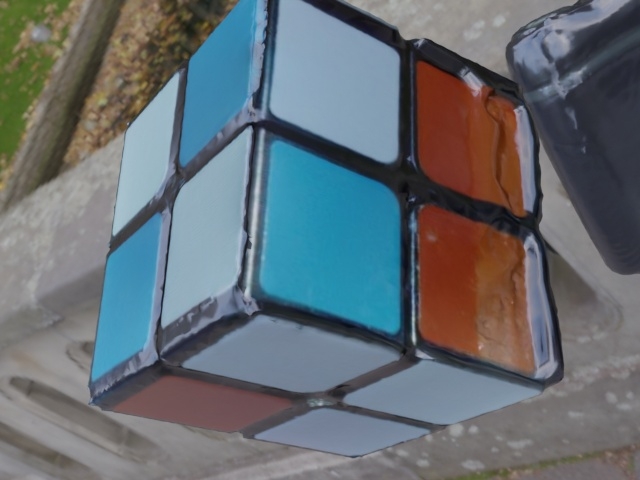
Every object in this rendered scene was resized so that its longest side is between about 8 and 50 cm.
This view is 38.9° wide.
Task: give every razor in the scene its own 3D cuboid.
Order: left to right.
[{"bbox_3d":[0.357,-0.126,1.030,0.204,0.349,0.113,-32,21,0],"label":"razor"}]

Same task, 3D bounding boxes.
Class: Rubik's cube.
[{"bbox_3d":[-0.001,0.000,0.476,0.167,0.180,0.183,-35,47,47],"label":"Rubik's cube"}]
